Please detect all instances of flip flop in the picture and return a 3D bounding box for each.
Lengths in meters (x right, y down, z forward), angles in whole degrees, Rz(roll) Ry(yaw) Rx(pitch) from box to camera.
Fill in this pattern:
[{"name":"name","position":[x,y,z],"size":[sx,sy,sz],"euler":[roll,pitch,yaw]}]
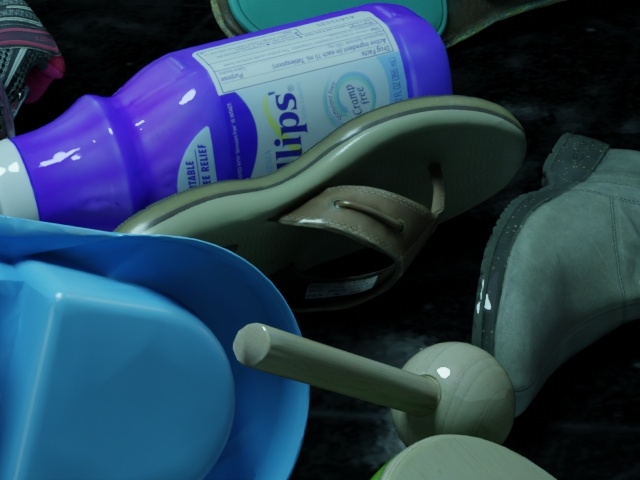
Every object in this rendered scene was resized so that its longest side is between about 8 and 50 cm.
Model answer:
[{"name":"flip flop","position":[0.000,0.000,1.095],"size":[0.277,0.112,0.080],"euler":[-20,58,-29]}]

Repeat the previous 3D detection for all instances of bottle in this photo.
[{"name":"bottle","position":[-0.061,-0.057,1.178],"size":[0.283,0.118,0.092],"euler":[-15,31,-20]}]

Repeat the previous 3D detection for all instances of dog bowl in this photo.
[{"name":"dog bowl","position":[-0.152,0.061,0.887],"size":[0.297,0.166,0.074],"euler":[10,6,-27]}]

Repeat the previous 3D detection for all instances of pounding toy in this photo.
[{"name":"pounding toy","position":[0.040,0.157,0.767],"size":[0.183,0.110,0.237],"euler":[6,51,-52]}]

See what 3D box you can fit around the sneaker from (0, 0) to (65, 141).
[{"name":"sneaker","position":[-0.251,-0.072,1.256],"size":[0.121,0.112,0.299],"euler":[-32,21,41]}]

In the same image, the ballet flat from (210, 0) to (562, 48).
[{"name":"ballet flat","position":[0.076,-0.193,1.431],"size":[0.349,0.123,0.123],"euler":[-16,30,-18]}]

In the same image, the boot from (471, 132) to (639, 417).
[{"name":"boot","position":[0.178,0.019,1.046],"size":[0.161,0.083,0.246],"euler":[12,34,18]}]
